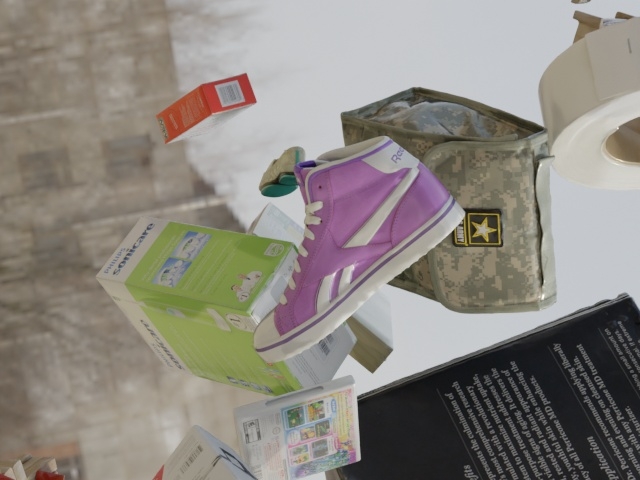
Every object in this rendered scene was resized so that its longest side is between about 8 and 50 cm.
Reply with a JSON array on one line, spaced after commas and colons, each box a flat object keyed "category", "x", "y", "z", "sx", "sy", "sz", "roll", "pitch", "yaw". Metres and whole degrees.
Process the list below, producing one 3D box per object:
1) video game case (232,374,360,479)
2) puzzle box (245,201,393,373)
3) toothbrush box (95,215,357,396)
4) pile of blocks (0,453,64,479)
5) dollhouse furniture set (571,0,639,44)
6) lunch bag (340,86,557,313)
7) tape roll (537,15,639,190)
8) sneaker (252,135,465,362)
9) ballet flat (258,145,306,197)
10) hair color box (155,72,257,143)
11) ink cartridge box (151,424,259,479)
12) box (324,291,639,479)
[{"category": "video game case", "x": -0.025, "y": 0.227, "z": 1.726, "sx": 0.157, "sy": 0.143, "sz": 0.019, "roll": 85, "pitch": -15, "yaw": -47}, {"category": "puzzle box", "x": -0.004, "y": 0.064, "z": 2.336, "sx": 0.272, "sy": 0.052, "sz": 0.409, "roll": 39, "pitch": 7, "yaw": -3}, {"category": "toothbrush box", "x": -0.125, "y": 0.092, "z": 1.970, "sx": 0.283, "sy": 0.122, "sz": 0.206, "roll": 8, "pitch": -36, "yaw": 39}, {"category": "pile of blocks", "x": -0.458, "y": 0.368, "z": 2.051, "sx": 0.362, "sy": 0.113, "sz": 0.149, "roll": 19, "pitch": 69, "yaw": -63}, {"category": "dollhouse furniture set", "x": 0.421, "y": -0.248, "z": 1.981, "sx": 0.174, "sy": 0.303, "sz": 0.355, "roll": 22, "pitch": -71, "yaw": 25}, {"category": "lunch bag", "x": 0.175, "y": -0.047, "z": 1.881, "sx": 0.287, "sy": 0.169, "sz": 0.235, "roll": 19, "pitch": -57, "yaw": 46}, {"category": "tape roll", "x": 0.416, "y": -0.168, "z": 1.841, "sx": 0.286, "sy": 0.286, "sz": 0.100, "roll": 110, "pitch": -23, "yaw": -64}, {"category": "sneaker", "x": 0.000, "y": -0.001, "z": 1.600, "sx": 0.161, "sy": 0.282, "sz": 0.102, "roll": 45, "pitch": 16, "yaw": -10}, {"category": "ballet flat", "x": -0.050, "y": -0.103, "z": 2.187, "sx": 0.168, "sy": 0.057, "sz": 0.052, "roll": 153, "pitch": -59, "yaw": -70}, {"category": "hair color box", "x": -0.147, "y": -0.167, "z": 1.890, "sx": 0.141, "sy": 0.072, "sz": 0.043, "roll": -24, "pitch": -95, "yaw": 57}, {"category": "ink cartridge box", "x": -0.116, "y": 0.267, "z": 1.487, "sx": 0.063, "sy": 0.109, "sz": 0.150, "roll": 39, "pitch": -1, "yaw": -26}, {"category": "box", "x": 0.272, "y": 0.383, "z": 2.092, "sx": 0.480, "sy": 0.472, "sz": 0.297, "roll": 81, "pitch": -12, "yaw": -54}]
